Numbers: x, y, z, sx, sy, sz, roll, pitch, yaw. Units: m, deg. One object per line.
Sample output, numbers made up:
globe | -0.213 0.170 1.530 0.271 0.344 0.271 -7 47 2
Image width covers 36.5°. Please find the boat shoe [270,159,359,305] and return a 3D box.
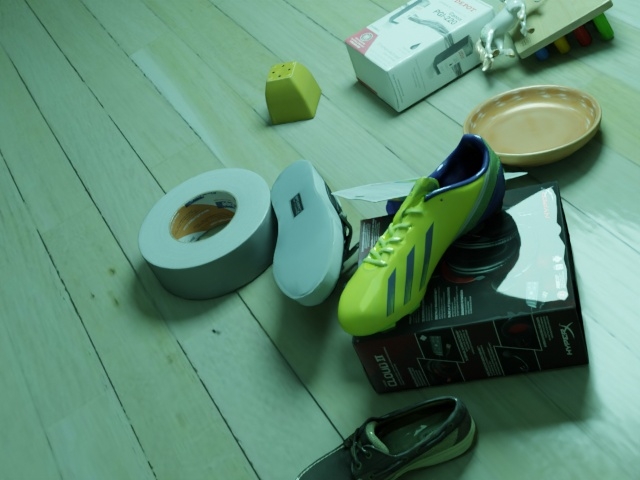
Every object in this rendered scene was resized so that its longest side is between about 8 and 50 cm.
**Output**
boat shoe | -0.003 0.002 1.363 0.113 0.105 0.306 -41 29 13

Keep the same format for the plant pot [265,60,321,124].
plant pot | -0.054 -0.265 1.696 0.081 0.083 0.081 -7 42 21

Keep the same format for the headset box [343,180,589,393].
headset box | 0.168 0.061 1.207 0.293 0.110 0.218 -11 42 17

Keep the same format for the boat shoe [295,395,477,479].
boat shoe | 0.067 0.234 1.099 0.223 0.073 0.080 -23 40 1

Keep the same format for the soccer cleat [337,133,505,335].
soccer cleat | 0.110 -0.012 1.133 0.093 0.121 0.289 24 61 41

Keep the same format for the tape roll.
tape roll | -0.166 -0.013 1.488 0.219 0.072 0.219 -14 40 12

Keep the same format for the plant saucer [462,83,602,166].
plant saucer | 0.310 -0.165 1.422 0.200 0.037 0.200 -12 34 8

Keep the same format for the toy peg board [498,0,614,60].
toy peg board | 0.396 -0.363 1.596 0.160 0.079 0.161 -30 37 19

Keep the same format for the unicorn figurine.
unicorn figurine | 0.306 -0.352 1.550 0.162 0.060 0.111 -34 36 18

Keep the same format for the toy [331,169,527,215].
toy | 0.152 -0.059 1.340 0.237 0.056 0.137 -14 12 -22

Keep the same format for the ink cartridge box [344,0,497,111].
ink cartridge box | 0.175 -0.333 1.649 0.218 0.092 0.158 -31 40 -10
